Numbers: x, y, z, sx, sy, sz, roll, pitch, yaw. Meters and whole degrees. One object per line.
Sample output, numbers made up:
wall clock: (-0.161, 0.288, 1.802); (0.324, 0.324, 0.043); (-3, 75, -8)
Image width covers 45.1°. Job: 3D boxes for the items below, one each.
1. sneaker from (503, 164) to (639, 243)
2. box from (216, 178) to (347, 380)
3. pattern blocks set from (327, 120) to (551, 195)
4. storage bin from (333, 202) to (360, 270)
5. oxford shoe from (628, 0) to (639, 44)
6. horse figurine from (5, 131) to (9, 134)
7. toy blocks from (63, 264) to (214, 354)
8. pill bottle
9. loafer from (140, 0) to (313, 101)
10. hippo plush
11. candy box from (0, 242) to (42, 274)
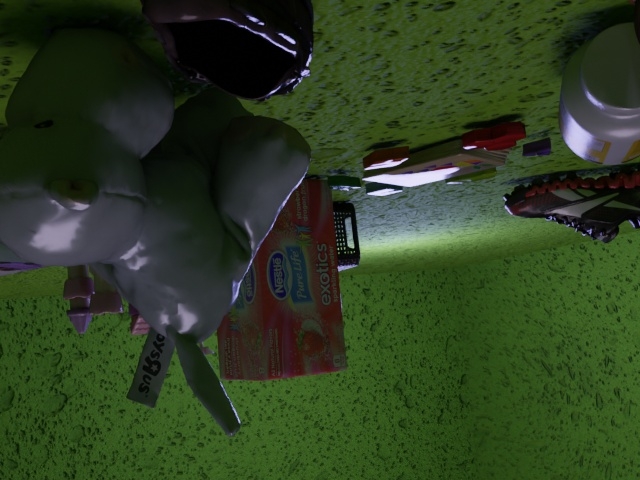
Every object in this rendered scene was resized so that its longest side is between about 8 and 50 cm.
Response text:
sneaker: (0.481, -0.058, 1.421); (0.276, 0.135, 0.097); (-6, 175, 5)
box: (-0.071, 0.060, 1.192); (0.154, 0.299, 0.142); (0, 173, -36)
pattern blocks set: (0.170, -0.113, 1.124); (0.325, 0.026, 0.285); (-10, 172, 30)
storage bin: (0.000, 0.000, 1.507); (0.084, 0.122, 0.180); (-4, 173, -23)
oxford shoe: (0.354, -0.167, 0.534); (0.272, 0.098, 0.097); (-7, 173, 8)
horse figurine: (-0.333, -0.051, 0.731); (0.175, 0.066, 0.263); (-8, 157, 19)
toy blocks: (-0.332, 0.111, 1.556); (0.289, 0.260, 0.309); (1, 170, -43)
pill bottle: (0.276, -0.135, 0.716); (0.103, 0.103, 0.184); (-8, 173, 15)
loafer: (-0.061, -0.129, 0.482); (0.109, 0.095, 0.302); (-7, 173, 5)
hippo plush: (-0.176, -0.033, 0.619); (0.234, 0.294, 0.236); (6, 163, 39)
candy box: (-0.600, 0.023, 1.367); (0.196, 0.070, 0.165); (-10, 172, 28)
